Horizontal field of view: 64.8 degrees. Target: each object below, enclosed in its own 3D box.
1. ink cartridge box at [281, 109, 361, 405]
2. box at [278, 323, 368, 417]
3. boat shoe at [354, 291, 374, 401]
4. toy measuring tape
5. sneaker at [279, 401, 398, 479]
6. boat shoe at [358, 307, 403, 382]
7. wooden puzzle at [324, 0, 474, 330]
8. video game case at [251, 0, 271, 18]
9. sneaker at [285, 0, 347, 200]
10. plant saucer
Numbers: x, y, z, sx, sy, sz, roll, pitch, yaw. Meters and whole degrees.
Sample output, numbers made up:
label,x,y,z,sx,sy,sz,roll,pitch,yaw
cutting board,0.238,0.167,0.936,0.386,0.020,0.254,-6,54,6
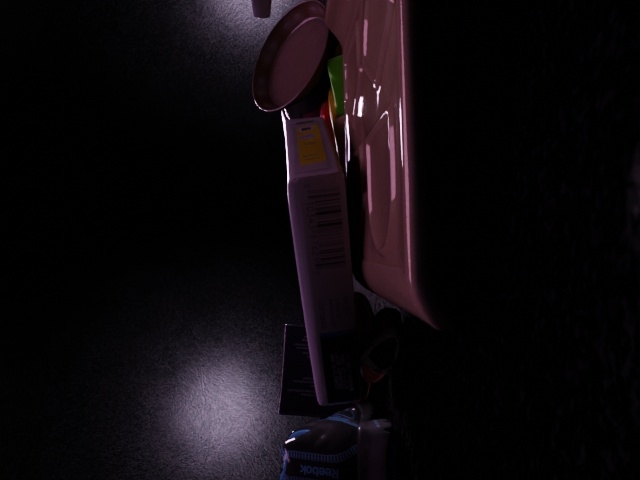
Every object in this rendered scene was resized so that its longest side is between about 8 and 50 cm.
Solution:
label,x,y,z,sx,sy,sz,roll,pitch,yaw
ink cartridge box,0.000,0.000,0.683,0.307,0.072,0.304,-94,-3,-62
box,0.008,0.241,0.927,0.093,0.155,0.158,95,179,-73
boat shoe,0.065,0.173,0.818,0.060,0.064,0.178,-177,85,-84
toy measuring tape,0.074,-0.115,0.699,0.121,0.121,0.330,110,148,-86
sneaker,0.017,0.287,0.707,0.341,0.139,0.125,94,179,-70
boat shoe,0.076,0.144,0.643,0.043,0.049,0.137,-90,9,-48
wooden puzzle,0.070,-0.110,0.487,0.322,0.080,0.348,174,90,-87
video game case,-0.070,-0.423,0.587,0.206,0.026,0.227,93,178,-69
sneaker,0.020,-0.217,0.855,0.185,0.202,0.483,-95,10,-87
plant saucer,-0.038,-0.262,0.731,0.168,0.029,0.169,-22,60,42
